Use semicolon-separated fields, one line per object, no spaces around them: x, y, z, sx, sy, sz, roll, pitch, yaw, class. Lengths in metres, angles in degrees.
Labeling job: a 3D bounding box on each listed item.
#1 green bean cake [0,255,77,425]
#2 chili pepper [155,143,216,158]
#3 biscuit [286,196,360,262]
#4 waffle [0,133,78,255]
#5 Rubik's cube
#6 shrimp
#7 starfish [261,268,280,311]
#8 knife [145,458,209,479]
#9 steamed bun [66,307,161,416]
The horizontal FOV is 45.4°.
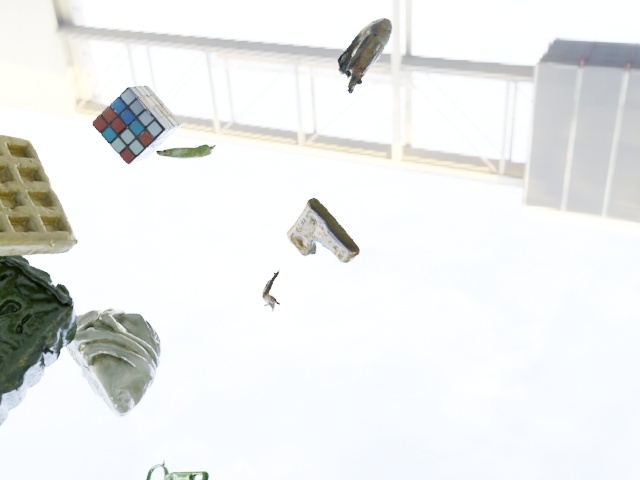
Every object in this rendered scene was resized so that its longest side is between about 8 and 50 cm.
-0.695;0.184;1.553;0.335;0.218;0.319;32;-117;4;green bean cake
-0.402;-0.258;2.252;0.208;0.043;0.049;-13;-157;-40;chili pepper
0.000;0.000;1.827;0.039;0.183;0.174;-37;-96;-37;biscuit
-0.558;-0.085;1.337;0.055;0.248;0.221;-35;166;24;waffle
-0.505;-0.323;2.120;0.155;0.154;0.151;-39;-175;17;Rubik's cube
0.100;-0.497;2.031;0.145;0.059;0.254;16;-109;51;shrimp
-0.124;0.132;1.899;0.041;0.133;0.130;3;-164;-11;starfish
-0.268;0.436;1.433;0.212;0.015;0.054;-18;-128;46;knife
-0.500;0.284;1.928;0.207;0.268;0.280;-34;-165;-23;steamed bun
